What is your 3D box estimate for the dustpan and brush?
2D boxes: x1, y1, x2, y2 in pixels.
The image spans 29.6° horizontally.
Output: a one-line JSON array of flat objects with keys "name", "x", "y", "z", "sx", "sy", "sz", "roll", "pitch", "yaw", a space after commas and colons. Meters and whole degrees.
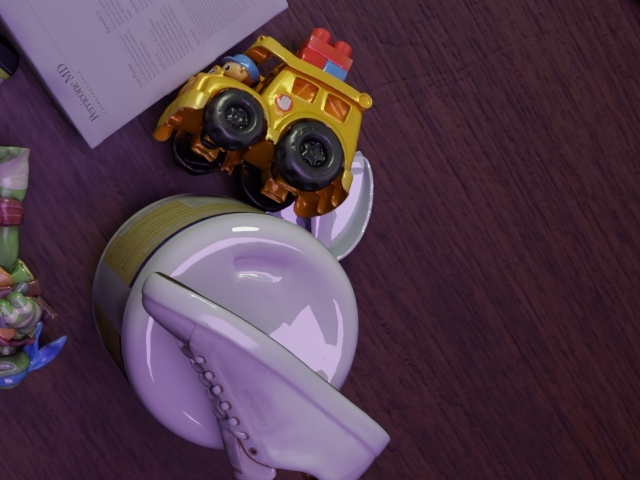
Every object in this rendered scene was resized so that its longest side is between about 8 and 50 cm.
[{"name": "dustpan and brush", "x": 0.000, "y": 0.000, "z": 1.493, "sx": 0.147, "sy": 0.060, "sz": 0.211, "roll": -4, "pitch": 98, "yaw": -18}]

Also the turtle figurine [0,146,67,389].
[{"name": "turtle figurine", "x": -0.392, "y": 0.036, "z": 1.289, "sx": 0.274, "sy": 0.198, "sz": 0.266, "roll": -4, "pitch": 90, "yaw": -34}]

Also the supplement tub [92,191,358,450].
[{"name": "supplement tub", "x": -0.118, "y": 0.073, "z": 1.321, "sx": 0.241, "sy": 0.331, "sz": 0.241, "roll": -3, "pitch": 99, "yaw": -17}]

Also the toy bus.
[{"name": "toy bus", "x": -0.053, "y": -0.159, "z": 1.396, "sx": 0.220, "sy": 0.149, "sz": 0.211, "roll": 26, "pitch": 70, "yaw": -19}]

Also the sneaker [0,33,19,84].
[{"name": "sneaker", "x": -0.428, "y": -0.224, "z": 1.292, "sx": 0.097, "sy": 0.084, "sz": 0.234, "roll": -45, "pitch": 125, "yaw": 5}]

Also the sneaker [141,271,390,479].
[{"name": "sneaker", "x": -0.068, "y": 0.149, "z": 1.115, "sx": 0.290, "sy": 0.106, "sz": 0.123, "roll": 41, "pitch": 82, "yaw": -20}]

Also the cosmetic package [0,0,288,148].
[{"name": "cosmetic package", "x": -0.231, "y": -0.323, "z": 1.274, "sx": 0.284, "sy": 0.097, "sz": 0.377, "roll": -39, "pitch": 135, "yaw": -12}]
